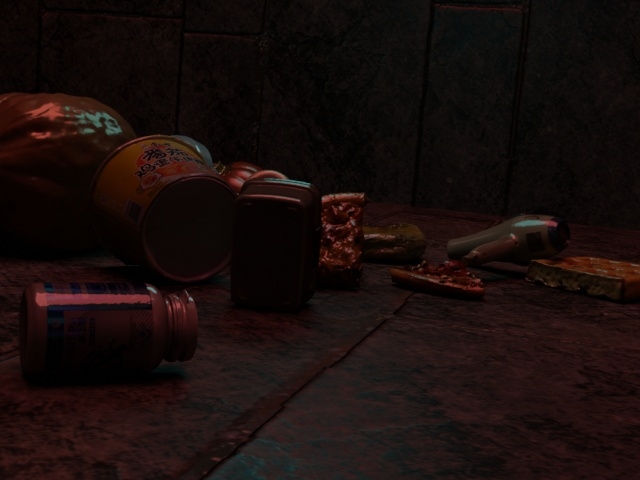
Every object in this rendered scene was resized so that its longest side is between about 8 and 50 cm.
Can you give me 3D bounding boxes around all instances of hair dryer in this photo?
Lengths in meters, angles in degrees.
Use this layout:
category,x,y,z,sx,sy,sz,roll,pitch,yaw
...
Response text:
category,x,y,z,sx,sy,sz,roll,pitch,yaw
hair dryer,0.359,0.018,2.132,0.298,0.118,0.296,-12,1,-26

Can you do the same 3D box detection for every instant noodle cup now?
category,x,y,z,sx,sy,sz,roll,pitch,yaw
instant noodle cup,-0.268,-0.049,1.752,0.264,0.264,0.200,0,16,-33

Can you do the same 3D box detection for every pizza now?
category,x,y,z,sx,sy,sz,roll,pitch,yaw
pizza,0.247,0.068,1.887,0.201,0.053,0.193,8,8,24
pizza,0.006,0.012,1.804,0.292,0.197,0.058,-33,-18,-22

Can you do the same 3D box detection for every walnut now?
category,x,y,z,sx,sy,sz,roll,pitch,yaw
walnut,-0.550,-0.141,1.946,0.381,0.381,0.381,5,7,-1

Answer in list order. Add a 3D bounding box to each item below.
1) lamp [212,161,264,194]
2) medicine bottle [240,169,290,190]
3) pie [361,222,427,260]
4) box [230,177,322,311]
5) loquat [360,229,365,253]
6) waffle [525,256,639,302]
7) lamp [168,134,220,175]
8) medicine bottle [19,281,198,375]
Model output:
category,x,y,z,sx,sy,sz,roll,pitch,yaw
lamp,-0.208,-0.084,2.210,0.223,0.196,0.223,-30,19,11
medicine bottle,-0.109,-0.045,2.013,0.114,0.114,0.252,5,-24,0
pie,0.115,0.004,2.249,0.277,0.078,0.277,0,7,0
box,-0.076,0.007,1.569,0.148,0.210,0.129,6,15,8
loquat,0.000,0.000,1.930,0.195,0.152,0.152,-11,16,-37
waffle,0.599,0.077,2.033,0.221,0.055,0.248,-4,10,-41
lamp,-0.307,-0.118,2.065,0.147,0.209,0.284,25,1,-26
medicine bottle,-0.245,0.102,1.108,0.192,0.107,0.107,2,8,-23
